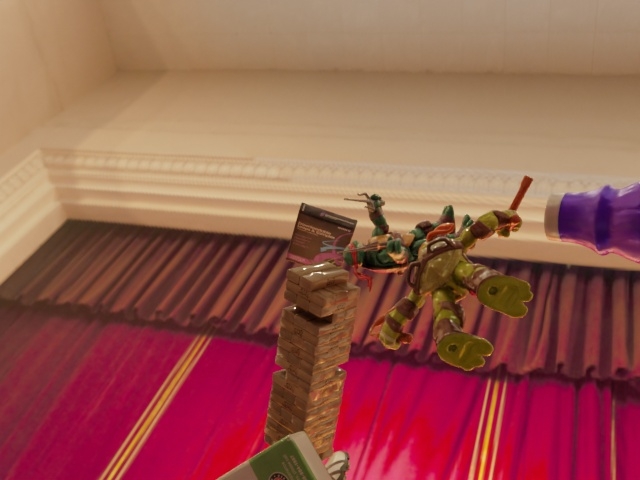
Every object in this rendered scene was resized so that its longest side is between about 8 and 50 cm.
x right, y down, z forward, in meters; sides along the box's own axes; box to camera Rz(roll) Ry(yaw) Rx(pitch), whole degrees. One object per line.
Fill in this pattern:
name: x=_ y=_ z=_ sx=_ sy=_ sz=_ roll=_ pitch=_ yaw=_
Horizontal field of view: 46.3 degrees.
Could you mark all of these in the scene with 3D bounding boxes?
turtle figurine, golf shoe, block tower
turtle figurine: x=0.119 y=-0.004 z=1.197 sx=0.234 sy=0.175 sz=0.118 roll=-9 pitch=-53 yaw=-15
golf shoe: x=-0.005 y=0.589 z=1.806 sx=0.120 sy=0.273 sz=0.105 roll=22 pitch=-64 yaw=8
block tower: x=-0.017 y=0.211 z=1.247 sx=0.091 sy=0.097 sz=0.335 roll=24 pitch=-66 yaw=41
turtle figurine: x=0.152 y=0.033 z=0.825 sx=0.269 sy=0.217 sz=0.087 roll=-43 pitch=-71 yaw=8

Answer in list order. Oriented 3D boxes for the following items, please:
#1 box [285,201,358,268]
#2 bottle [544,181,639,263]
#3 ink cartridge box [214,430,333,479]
box: x=0.000 y=0.000 z=1.491 sx=0.116 sy=0.029 sz=0.162 roll=18 pitch=-41 yaw=1
bottle: x=0.427 y=-0.020 z=0.932 sx=0.283 sy=0.092 sz=0.118 roll=6 pitch=-29 yaw=35
ink cartridge box: x=-0.073 y=0.309 z=0.733 sx=0.212 sy=0.093 sz=0.154 roll=-32 pitch=-103 yaw=1
